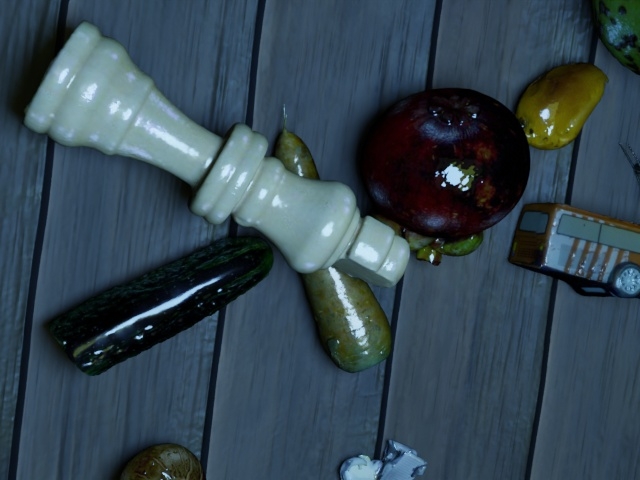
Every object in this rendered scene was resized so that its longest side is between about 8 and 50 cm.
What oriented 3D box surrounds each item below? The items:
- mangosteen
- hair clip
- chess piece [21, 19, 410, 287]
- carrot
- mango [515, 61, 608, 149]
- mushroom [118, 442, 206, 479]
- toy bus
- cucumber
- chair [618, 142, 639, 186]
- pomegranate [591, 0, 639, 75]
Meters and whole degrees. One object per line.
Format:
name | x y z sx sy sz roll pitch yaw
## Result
mangosteen | 0.130 -0.063 1.180 0.200 0.200 0.199 -3 99 -18
hair clip | 0.057 0.309 1.263 0.116 0.049 0.172 29 90 -16
chess piece | -0.088 -0.062 1.093 0.397 0.117 0.117 31 87 -11
carrot | 0.000 0.000 1.194 0.078 0.078 0.298 -22 98 -15
mango | 0.271 -0.155 1.259 0.127 0.063 0.077 -43 104 -14
mushroom | -0.166 0.275 1.162 0.109 0.085 0.126 -14 108 -17
toy bus | 0.419 0.043 1.323 0.409 0.093 0.092 13 86 -20
cucumber | -0.154 0.061 1.143 0.241 0.074 0.074 -27 105 -15
chair | 0.390 -0.087 1.323 0.042 0.037 0.086 -26 102 -2
pomegranate | 0.415 -0.269 1.209 0.254 0.254 0.270 -23 127 -14
